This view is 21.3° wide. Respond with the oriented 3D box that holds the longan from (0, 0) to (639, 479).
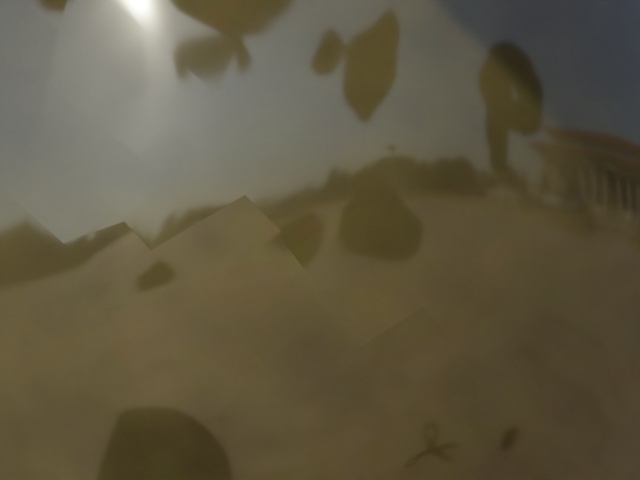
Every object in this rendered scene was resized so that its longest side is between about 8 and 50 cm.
[{"bbox_3d":[0.000,0.000,0.430,0.248,0.248,0.248,-4,-14,-1],"label":"longan"}]
